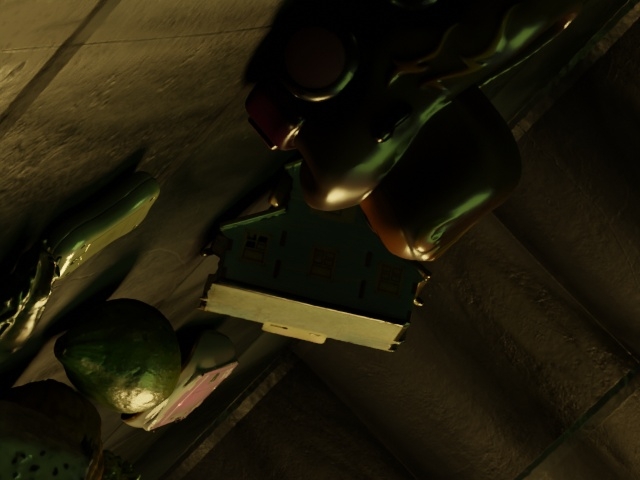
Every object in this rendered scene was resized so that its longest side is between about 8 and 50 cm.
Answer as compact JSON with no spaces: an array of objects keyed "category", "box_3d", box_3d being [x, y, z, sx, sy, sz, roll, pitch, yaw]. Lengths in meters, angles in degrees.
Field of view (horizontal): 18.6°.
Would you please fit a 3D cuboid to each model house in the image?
[{"category":"model house","box_3d":[0.000,0.000,2.310,0.178,0.271,0.206,110,-9,-72]}]

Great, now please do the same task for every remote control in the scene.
[{"category":"remote control","box_3d":[-0.192,-0.014,1.694,0.122,0.032,0.074,-36,170,-39]}]

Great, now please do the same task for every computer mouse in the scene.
[{"category":"computer mouse","box_3d":[-0.200,0.199,2.783,0.158,0.072,0.310,-46,173,6]}]

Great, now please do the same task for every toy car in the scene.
[{"category":"toy car","box_3d":[0.111,-0.147,1.776,0.341,0.240,0.271,-42,176,15]}]

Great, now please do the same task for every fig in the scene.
[{"category":"fig","box_3d":[-0.219,0.123,2.042,0.123,0.123,0.156,-47,161,26]}]

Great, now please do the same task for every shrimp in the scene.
[{"category":"shrimp","box_3d":[-0.284,0.069,1.648,0.126,0.047,0.223,-23,162,-42]}]

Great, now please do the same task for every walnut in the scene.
[{"category":"walnut","box_3d":[-0.297,0.238,2.028,0.155,0.155,0.184,-50,-155,42]}]

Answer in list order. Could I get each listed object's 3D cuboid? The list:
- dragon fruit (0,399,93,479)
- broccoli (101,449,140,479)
[{"category":"dragon fruit","box_3d":[-0.358,0.267,1.827,0.283,0.204,0.221,-66,-163,8]},{"category":"broccoli","box_3d":[-0.344,0.380,2.427,0.288,0.260,0.235,-47,136,0]}]
